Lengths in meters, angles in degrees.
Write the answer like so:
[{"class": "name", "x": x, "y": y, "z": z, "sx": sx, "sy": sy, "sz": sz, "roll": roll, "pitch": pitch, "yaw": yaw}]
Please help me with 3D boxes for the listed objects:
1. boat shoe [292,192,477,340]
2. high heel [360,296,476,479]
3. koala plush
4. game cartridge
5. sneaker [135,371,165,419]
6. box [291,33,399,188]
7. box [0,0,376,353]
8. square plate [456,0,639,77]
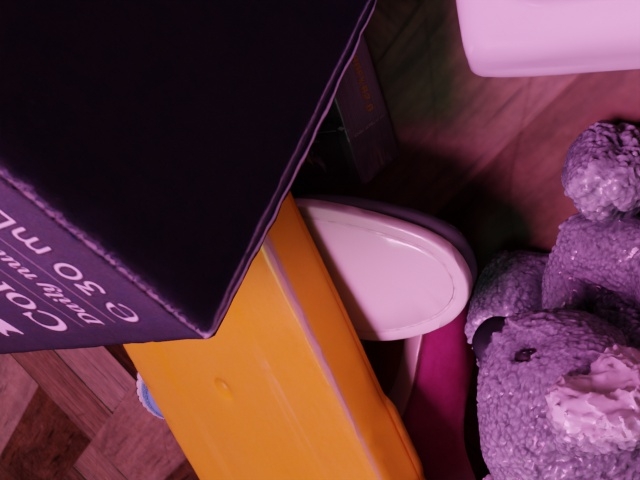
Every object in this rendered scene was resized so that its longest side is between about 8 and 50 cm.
[{"class": "boat shoe", "x": 0.000, "y": 0.000, "z": 0.678, "sx": 0.319, "sy": 0.099, "sz": 0.116, "roll": -2, "pitch": 122, "yaw": 50}, {"class": "high heel", "x": 0.124, "y": 0.158, "z": 0.752, "sx": 0.181, "sy": 0.127, "sz": 0.378, "roll": 2, "pitch": 118, "yaw": -13}, {"class": "koala plush", "x": 0.171, "y": 0.080, "z": 0.526, "sx": 0.203, "sy": 0.221, "sz": 0.196, "roll": 37, "pitch": 136, "yaw": 12}, {"class": "game cartridge", "x": -0.060, "y": 0.105, "z": 0.701, "sx": 0.285, "sy": 0.052, "sz": 0.324, "roll": -8, "pitch": 113, "yaw": 52}, {"class": "sneaker", "x": -0.160, "y": 0.141, "z": 0.968, "sx": 0.073, "sy": 0.063, "sz": 0.162, "roll": 18, "pitch": 130, "yaw": 26}, {"class": "box", "x": -0.067, "y": -0.130, "z": 0.697, "sx": 0.231, "sy": 0.056, "sz": 0.183, "roll": -1, "pitch": 119, "yaw": 41}, {"class": "box", "x": -0.305, "y": -0.174, "z": 0.492, "sx": 0.471, "sy": 0.298, "sz": 0.480, "roll": -9, "pitch": 137, "yaw": 45}, {"class": "square plate", "x": 0.151, "y": -0.234, "z": 0.319, "sx": 0.344, "sy": 0.049, "sz": 0.348, "roll": 14, "pitch": 115, "yaw": 55}]
